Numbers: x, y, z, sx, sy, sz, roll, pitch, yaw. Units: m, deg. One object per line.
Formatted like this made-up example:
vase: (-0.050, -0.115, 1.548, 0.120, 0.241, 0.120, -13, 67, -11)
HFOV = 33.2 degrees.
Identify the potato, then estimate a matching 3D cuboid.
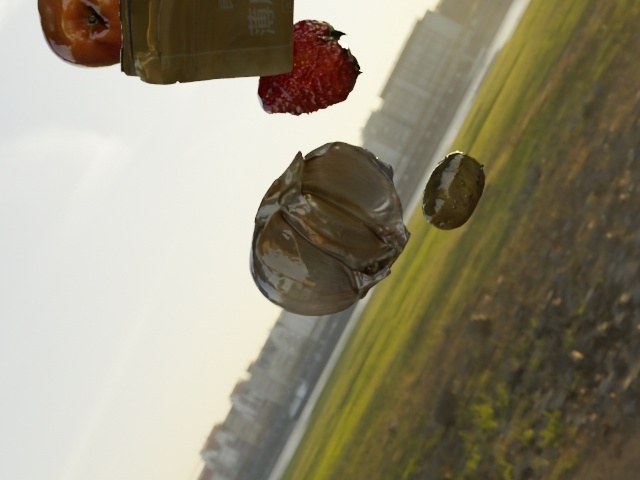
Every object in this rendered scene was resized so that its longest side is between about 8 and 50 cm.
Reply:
potato: (0.120, -0.045, 0.972, 0.083, 0.051, 0.040, -57, 0, -29)

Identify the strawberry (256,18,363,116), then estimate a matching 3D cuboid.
strawberry: (-0.023, -0.246, 1.535, 0.148, 0.131, 0.131, -22, -11, -8)

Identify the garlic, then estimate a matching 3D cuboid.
garlic: (0.000, 0.000, 1.325, 0.229, 0.178, 0.143, -58, 3, -31)

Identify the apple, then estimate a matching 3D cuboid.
apple: (-0.394, -0.399, 1.877, 0.164, 0.209, 0.209, -91, 24, -60)

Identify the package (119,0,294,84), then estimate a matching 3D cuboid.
package: (-0.148, -0.338, 1.210, 0.165, 0.221, 0.311, -55, -29, -64)
